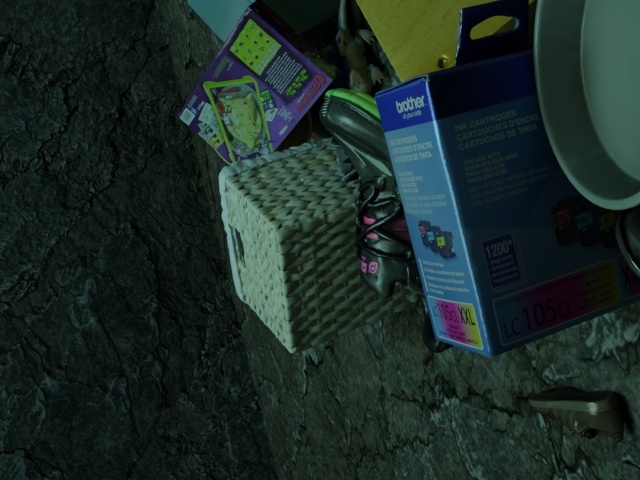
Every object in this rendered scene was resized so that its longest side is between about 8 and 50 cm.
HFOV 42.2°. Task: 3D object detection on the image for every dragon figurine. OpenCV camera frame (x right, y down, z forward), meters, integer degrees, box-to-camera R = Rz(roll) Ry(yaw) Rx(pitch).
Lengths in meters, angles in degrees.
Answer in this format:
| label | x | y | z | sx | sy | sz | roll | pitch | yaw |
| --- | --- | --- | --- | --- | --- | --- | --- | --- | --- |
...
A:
| label | x | y | z | sx | sy | sz | roll | pitch | yaw |
| --- | --- | --- | --- | --- | --- | --- | --- | --- | --- |
| dragon figurine | 0.053 | -0.349 | 1.614 | 0.144 | 0.085 | 0.289 | -16 | 92 | 71 |

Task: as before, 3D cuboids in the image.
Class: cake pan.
| label | x | y | z | sx | sy | sz | roll | pitch | yaw |
| --- | --- | --- | --- | --- | --- | --- | --- | --- | --- |
| cake pan | 0.294 | -0.178 | 0.807 | 0.293 | 0.054 | 0.293 | 171 | 90 | -81 |

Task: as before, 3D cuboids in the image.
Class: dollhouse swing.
| label | x | y | z | sx | sy | sz | roll | pitch | yaw |
| --- | --- | --- | --- | --- | --- | --- | --- | --- | --- |
| dollhouse swing | 0.198 | -0.358 | 1.241 | 0.315 | 0.305 | 0.347 | -37 | 64 | 26 |

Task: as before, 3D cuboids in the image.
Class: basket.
| label | x | y | z | sx | sy | sz | roll | pitch | yaw |
| --- | --- | --- | --- | --- | --- | --- | --- | --- | --- |
| basket | 0.000 | 0.000 | 1.689 | 0.266 | 0.331 | 0.328 | 46 | 148 | 50 |

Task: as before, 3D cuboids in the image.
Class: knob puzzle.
| label | x | y | z | sx | sy | sz | roll | pitch | yaw |
| --- | --- | --- | --- | --- | --- | --- | --- | --- | --- |
| knob puzzle | 0.014 | -0.206 | 1.932 | 0.213 | 0.030 | 0.213 | 164 | 90 | -72 |

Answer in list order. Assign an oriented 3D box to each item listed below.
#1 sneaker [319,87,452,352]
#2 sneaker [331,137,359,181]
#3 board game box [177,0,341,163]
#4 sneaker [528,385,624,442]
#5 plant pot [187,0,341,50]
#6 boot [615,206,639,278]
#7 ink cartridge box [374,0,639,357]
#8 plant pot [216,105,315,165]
| label | x | y | z | sx | sy | sz | roll | pitch | yaw |
| --- | --- | --- | --- | --- | --- | --- | --- | --- | --- |
| sneaker | 0.133 | -0.021 | 1.297 | 0.483 | 0.202 | 0.185 | 57 | 175 | -13 |
| sneaker | 0.108 | -0.159 | 1.463 | 0.268 | 0.153 | 0.101 | -152 | 42 | -80 |
| board game box | -0.132 | -0.289 | 1.648 | 0.208 | 0.056 | 0.347 | 44 | 136 | -4 |
| sneaker | 0.379 | 0.264 | 1.243 | 0.188 | 0.066 | 0.071 | 158 | 94 | -72 |
| plant pot | -0.087 | -0.497 | 1.676 | 0.252 | 0.247 | 0.248 | 54 | 158 | 6 |
| boot | 0.437 | -0.016 | 0.843 | 0.263 | 0.091 | 0.229 | 52 | 147 | 38 |
| ink cartridge box | 0.238 | -0.090 | 1.026 | 0.151 | 0.270 | 0.395 | -1 | 105 | 69 |
| plant pot | -0.109 | -0.300 | 1.867 | 0.254 | 0.237 | 0.237 | -66 | -29 | -62 |
